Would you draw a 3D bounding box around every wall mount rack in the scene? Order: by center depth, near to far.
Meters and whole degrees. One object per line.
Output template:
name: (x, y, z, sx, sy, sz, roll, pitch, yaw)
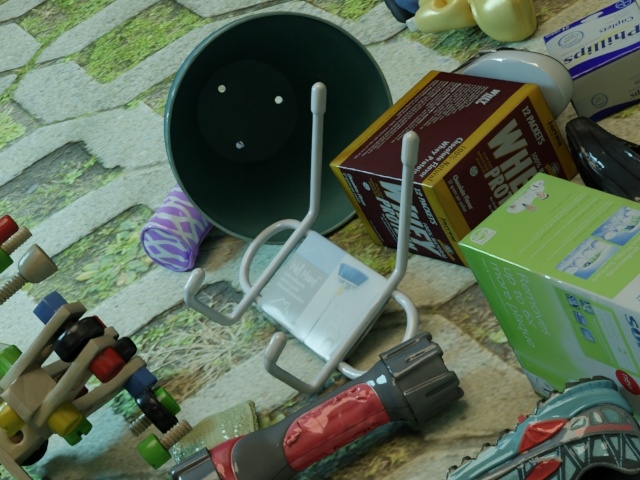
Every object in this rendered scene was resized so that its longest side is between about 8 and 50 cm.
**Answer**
wall mount rack: (0.000, 0.000, 1.960, 0.304, 0.130, 0.350, -54, 38, -1)

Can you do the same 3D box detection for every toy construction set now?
toy construction set: (-0.342, 0.157, 1.947, 0.237, 0.309, 0.257, -41, 14, -3)

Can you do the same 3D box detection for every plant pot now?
plant pot: (-0.073, -0.154, 2.204, 0.290, 0.290, 0.195, -35, 19, -8)

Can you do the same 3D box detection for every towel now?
towel: (-0.110, 0.234, 1.877, 0.110, 0.027, 0.148, -29, 29, 4)

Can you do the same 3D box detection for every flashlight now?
flashlight: (0.000, 0.203, 1.759, 0.304, 0.103, 0.103, -28, 67, -2)

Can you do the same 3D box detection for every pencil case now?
pencil case: (-0.158, -0.049, 2.304, 0.088, 0.086, 0.206, 26, 54, 14)

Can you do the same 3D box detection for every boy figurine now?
boy figurine: (0.209, -0.346, 2.418, 0.177, 0.092, 0.285, -40, 32, -18)

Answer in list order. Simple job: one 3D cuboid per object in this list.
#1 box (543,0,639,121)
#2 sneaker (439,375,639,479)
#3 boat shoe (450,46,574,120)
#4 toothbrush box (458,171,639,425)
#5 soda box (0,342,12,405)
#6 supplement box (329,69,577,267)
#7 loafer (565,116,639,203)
box: (0.354, -0.222, 2.116, 0.126, 0.072, 0.137, -25, 30, 10)
sneaker: (0.181, 0.239, 1.527, 0.262, 0.104, 0.125, -42, 57, 13)
boat shoe: (0.229, -0.193, 2.111, 0.102, 0.108, 0.301, -42, 11, -22)
toothbrush box: (0.287, 0.074, 1.585, 0.122, 0.206, 0.283, -41, 32, -19)
soda box: (-0.448, 0.211, 2.179, 0.058, 0.061, 0.181, 7, 46, 47)
supplement box: (0.157, -0.086, 2.025, 0.191, 0.129, 0.194, -43, 32, -22)
loafer: (0.337, -0.077, 1.912, 0.078, 0.076, 0.223, -25, 34, -1)
